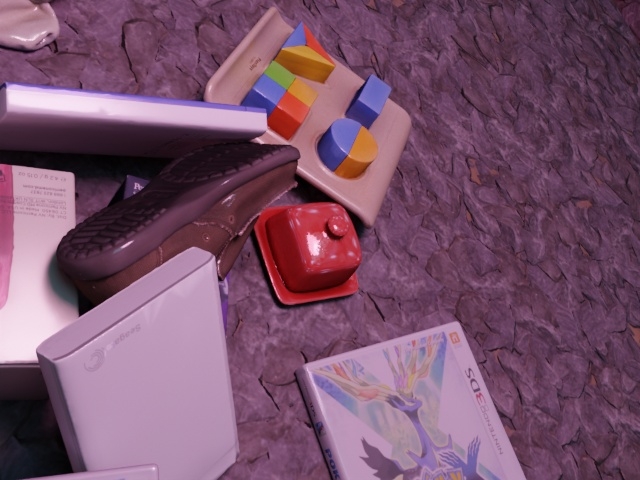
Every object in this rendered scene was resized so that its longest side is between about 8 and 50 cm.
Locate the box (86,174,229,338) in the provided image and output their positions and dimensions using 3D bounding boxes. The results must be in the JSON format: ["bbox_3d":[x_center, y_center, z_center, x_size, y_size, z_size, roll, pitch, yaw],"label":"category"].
[{"bbox_3d":[-0.206,0.041,0.954,0.153,0.108,0.207,14,59,-27],"label":"box"}]

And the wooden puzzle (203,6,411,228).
[{"bbox_3d":[0.009,-0.228,1.246,0.348,0.080,0.322,38,43,-12],"label":"wooden puzzle"}]

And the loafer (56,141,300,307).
[{"bbox_3d":[-0.152,-0.017,0.891,0.366,0.134,0.130,-38,126,-43],"label":"loafer"}]

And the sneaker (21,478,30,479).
[{"bbox_3d":[-0.227,0.361,0.726,0.305,0.152,0.114,43,17,-9],"label":"sneaker"}]

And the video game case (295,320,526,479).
[{"bbox_3d":[0.148,0.292,1.106,0.329,0.036,0.299,-9,71,-37],"label":"video game case"}]

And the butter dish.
[{"bbox_3d":[0.000,0.000,1.111,0.160,0.118,0.160,-6,69,-37],"label":"butter dish"}]

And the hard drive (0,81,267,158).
[{"bbox_3d":[-0.260,-0.146,0.954,0.319,0.210,0.040,-1,86,-35],"label":"hard drive"}]

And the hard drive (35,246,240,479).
[{"bbox_3d":[-0.178,0.184,0.798,0.040,0.307,0.203,22,40,31],"label":"hard drive"}]

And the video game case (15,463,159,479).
[{"bbox_3d":[-0.249,0.314,0.667,0.213,0.023,0.193,-3,82,-14],"label":"video game case"}]

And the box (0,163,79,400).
[{"bbox_3d":[-0.351,0.049,0.822,0.127,0.149,0.232,6,62,-32],"label":"box"}]

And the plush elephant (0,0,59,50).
[{"bbox_3d":[-0.407,-0.417,0.991,0.255,0.330,0.271,16,68,-54],"label":"plush elephant"}]
